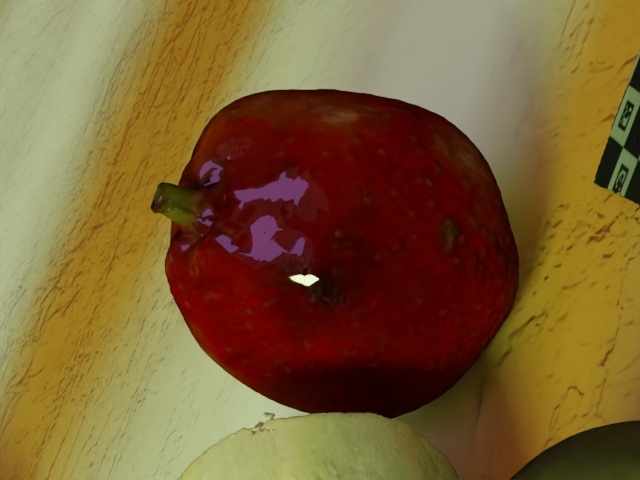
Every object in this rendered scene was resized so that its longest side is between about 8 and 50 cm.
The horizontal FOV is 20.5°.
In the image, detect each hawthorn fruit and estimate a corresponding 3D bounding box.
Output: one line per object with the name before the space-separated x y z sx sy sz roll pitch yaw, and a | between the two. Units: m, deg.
hawthorn fruit | 0.000 0.000 1.399 0.265 0.307 0.265 -32 46 41

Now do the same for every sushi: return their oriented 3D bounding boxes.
sushi | 0.285 -0.109 1.317 0.215 0.050 0.192 -122 50 -77

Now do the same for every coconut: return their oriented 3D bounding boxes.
coconut | 0.003 0.240 1.280 0.239 0.239 0.244 -45 38 18

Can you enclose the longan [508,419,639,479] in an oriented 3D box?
longan | 0.187 0.219 1.052 0.248 0.248 0.248 -31 42 33
